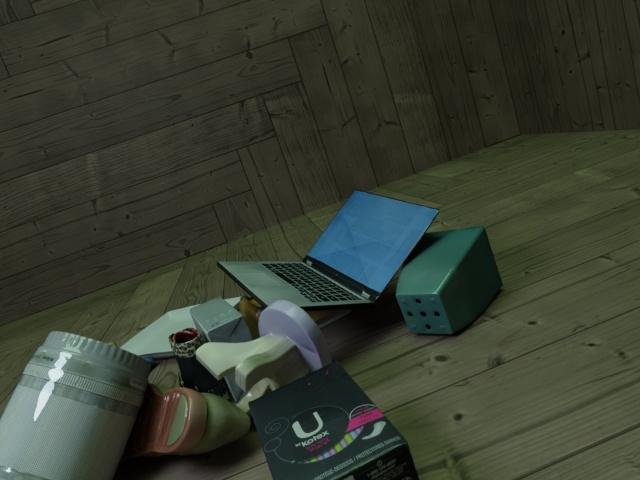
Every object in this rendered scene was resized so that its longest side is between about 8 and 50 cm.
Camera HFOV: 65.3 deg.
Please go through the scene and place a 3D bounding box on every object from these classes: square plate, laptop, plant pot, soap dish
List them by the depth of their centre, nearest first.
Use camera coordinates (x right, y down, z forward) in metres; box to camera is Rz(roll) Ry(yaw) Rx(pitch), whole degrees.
[{"bbox_3d":[0.280,0.103,1.138,0.165,0.166,0.234,-7,25,41],"label":"plant pot"},{"bbox_3d":[0.000,0.000,1.237,0.407,0.237,0.382,1,11,-28],"label":"laptop"},{"bbox_3d":[-0.078,0.181,1.395,0.290,0.118,0.229,-24,14,-18],"label":"soap dish"},{"bbox_3d":[-0.455,0.296,1.617,0.343,0.049,0.347,-13,15,23],"label":"square plate"}]

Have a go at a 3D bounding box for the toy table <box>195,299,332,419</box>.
[{"bbox_3d":[-0.093,0.248,0.943,0.252,0.274,0.161,31,54,29],"label":"toy table"}]

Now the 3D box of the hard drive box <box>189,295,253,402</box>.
[{"bbox_3d":[-0.222,0.249,1.188,0.089,0.181,0.232,-24,15,-21],"label":"hard drive box"}]

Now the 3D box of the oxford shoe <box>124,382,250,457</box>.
[{"bbox_3d":[-0.283,0.367,0.994,0.146,0.141,0.397,21,-22,-32],"label":"oxford shoe"}]

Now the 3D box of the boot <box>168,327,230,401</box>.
[{"bbox_3d":[-0.296,0.282,1.157,0.085,0.179,0.236,-26,16,-27],"label":"boot"}]

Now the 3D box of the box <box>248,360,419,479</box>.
[{"bbox_3d":[0.014,0.306,0.700,0.165,0.143,0.270,-22,13,-14],"label":"box"}]

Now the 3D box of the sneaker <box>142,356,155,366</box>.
[{"bbox_3d":[-0.520,0.371,1.411,0.053,0.059,0.144,-42,-15,22],"label":"sneaker"}]

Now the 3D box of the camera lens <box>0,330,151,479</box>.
[{"bbox_3d":[-0.458,0.330,0.914,0.219,0.219,0.274,-8,56,41],"label":"camera lens"}]

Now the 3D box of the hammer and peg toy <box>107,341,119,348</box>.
[{"bbox_3d":[-0.574,0.390,1.175,0.266,0.127,0.361,-30,-10,-37],"label":"hammer and peg toy"}]
